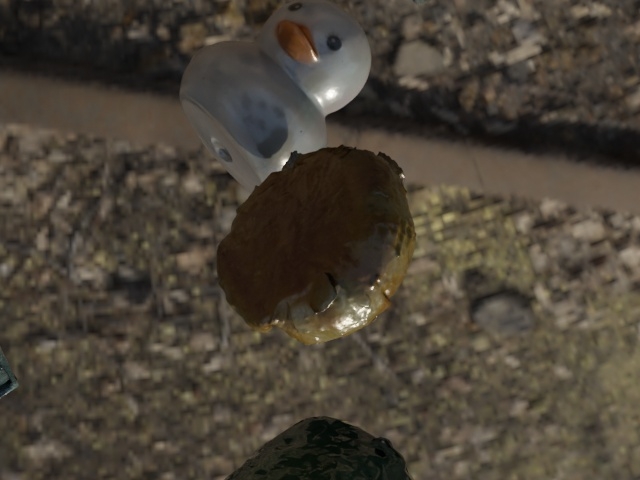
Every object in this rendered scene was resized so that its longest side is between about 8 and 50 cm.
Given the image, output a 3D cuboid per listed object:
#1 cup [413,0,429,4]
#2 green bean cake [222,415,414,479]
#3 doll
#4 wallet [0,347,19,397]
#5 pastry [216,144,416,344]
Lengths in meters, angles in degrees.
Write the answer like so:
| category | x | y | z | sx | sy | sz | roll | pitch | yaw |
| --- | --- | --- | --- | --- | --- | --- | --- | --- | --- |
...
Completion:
| category | x | y | z | sx | sy | sz | roll | pitch | yaw |
| --- | --- | --- | --- | --- | --- | --- | --- | --- | --- |
| cup | 0.047 | -0.292 | 1.225 | 0.150 | 0.199 | 0.199 | 24 | 129 | 8 |
| green bean cake | -0.021 | 0.293 | 0.875 | 0.308 | 0.169 | 0.300 | -42 | 85 | 30 |
| doll | -0.038 | -0.170 | 1.886 | 0.221 | 0.221 | 0.251 | -10 | 156 | -2 |
| wallet | -0.365 | 0.115 | 1.015 | 0.342 | 0.075 | 0.237 | -33 | 154 | -13 |
| pastry | 0.000 | 0.000 | 1.710 | 0.100 | 0.218 | 0.229 | 37 | 84 | -44 |
